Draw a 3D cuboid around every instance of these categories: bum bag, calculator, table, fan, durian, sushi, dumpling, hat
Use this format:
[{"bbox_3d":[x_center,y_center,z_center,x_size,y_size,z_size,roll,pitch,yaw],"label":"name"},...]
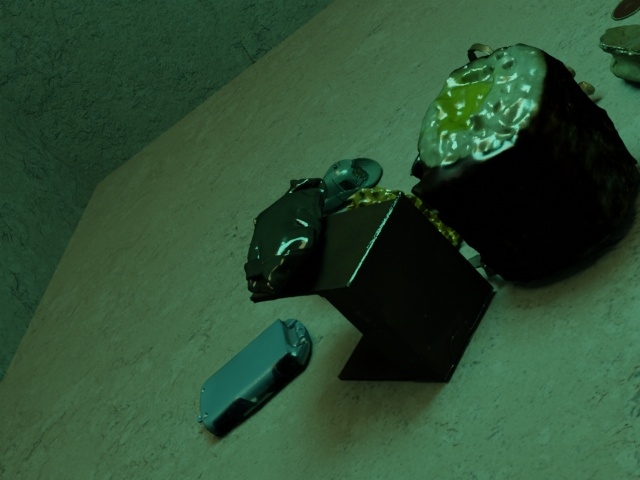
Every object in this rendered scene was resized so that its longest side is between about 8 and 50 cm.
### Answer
[{"bbox_3d":[-0.059,-0.003,1.696,0.142,0.080,0.326,-28,22,20],"label":"bum bag"},{"bbox_3d":[-0.137,0.268,2.011,0.293,0.051,0.173,-41,25,9],"label":"calculator"},{"bbox_3d":[0.083,0.090,1.707,0.282,0.250,0.196,-12,41,54],"label":"table"},{"bbox_3d":[0.633,-0.493,2.091,0.085,0.005,0.133,-32,27,28],"label":"fan"},{"bbox_3d":[0.157,0.000,1.937,0.305,0.185,0.196,2,74,49],"label":"durian"},{"bbox_3d":[0.316,-0.115,1.614,0.281,0.294,0.299,-5,46,51],"label":"sushi"},{"bbox_3d":[0.576,-0.319,1.793,0.166,0.086,0.332,-14,20,-12],"label":"dumpling"},{"bbox_3d":[0.048,-0.142,2.359,0.191,0.078,0.138,-26,27,36],"label":"hat"}]

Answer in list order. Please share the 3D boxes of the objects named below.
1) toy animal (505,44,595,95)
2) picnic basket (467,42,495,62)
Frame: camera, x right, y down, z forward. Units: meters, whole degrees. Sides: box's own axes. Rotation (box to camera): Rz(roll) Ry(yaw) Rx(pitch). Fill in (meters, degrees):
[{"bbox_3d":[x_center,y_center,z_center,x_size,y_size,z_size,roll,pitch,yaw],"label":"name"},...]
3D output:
[{"bbox_3d":[0.385,-0.248,1.882,0.185,0.184,0.104,-59,1,-15],"label":"toy animal"},{"bbox_3d":[0.364,-0.327,2.029,0.138,0.178,0.128,-49,24,-11],"label":"picnic basket"}]
